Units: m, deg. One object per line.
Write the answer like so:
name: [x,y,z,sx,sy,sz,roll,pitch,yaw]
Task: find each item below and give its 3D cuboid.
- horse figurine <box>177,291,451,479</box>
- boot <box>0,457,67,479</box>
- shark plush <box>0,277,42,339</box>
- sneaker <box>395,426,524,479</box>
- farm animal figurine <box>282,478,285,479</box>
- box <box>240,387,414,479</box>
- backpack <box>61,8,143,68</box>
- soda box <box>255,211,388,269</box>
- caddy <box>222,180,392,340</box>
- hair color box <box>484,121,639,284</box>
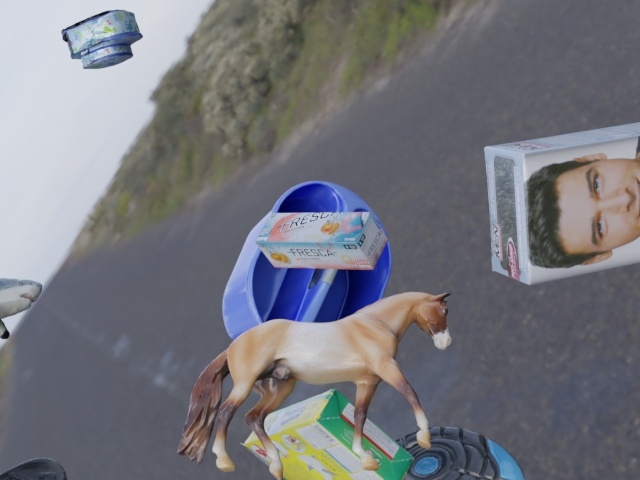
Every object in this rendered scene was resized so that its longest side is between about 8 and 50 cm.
horse figurine: [-0.007,0.124,1.014,0.066,0.263,0.174,72,-168,-51]
boot: [-0.397,0.360,1.345,0.236,0.085,0.178,-23,-34,-16]
shark plush: [-0.398,0.057,1.294,0.073,0.161,0.067,66,-139,-52]
sneaker: [0.127,0.336,1.539,0.341,0.140,0.125,-3,29,37]
farm animal figurine: [-0.085,0.513,1.700,0.172,0.326,0.330,-13,75,60]
box: [0.000,0.204,1.091,0.043,0.105,0.179,-54,12,-33]
backpack: [-0.361,-0.339,1.931,0.114,0.084,0.105,-21,2,19]
soda box: [0.000,0.000,1.619,0.183,0.063,0.058,0,50,37]
caddy: [-0.014,0.063,1.936,0.179,0.241,0.341,-36,28,54]
hair color box: [0.429,-0.066,1.633,0.113,0.374,0.185,-153,55,-67]
